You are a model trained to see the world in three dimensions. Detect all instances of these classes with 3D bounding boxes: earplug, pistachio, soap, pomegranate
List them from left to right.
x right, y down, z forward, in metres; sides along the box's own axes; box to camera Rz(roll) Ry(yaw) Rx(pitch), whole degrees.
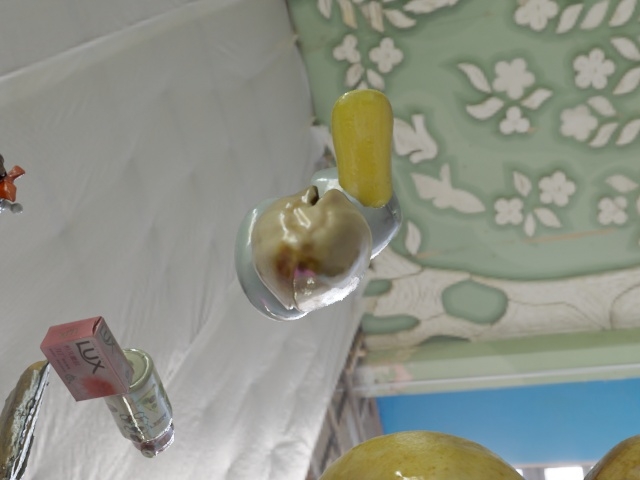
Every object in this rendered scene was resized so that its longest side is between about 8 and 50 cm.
[{"bbox_3d":[-0.008,0.013,0.901,0.215,0.143,0.144,38,-133,-75],"label":"pistachio"},{"bbox_3d":[-0.006,-0.002,1.368,0.175,0.325,0.214,20,143,58],"label":"earplug"},{"bbox_3d":[0.058,-0.124,1.092,0.033,0.089,0.169,-114,21,-63],"label":"soap"},{"bbox_3d":[0.086,0.267,0.632,0.233,0.233,0.233,-7,-90,-74],"label":"pomegranate"}]

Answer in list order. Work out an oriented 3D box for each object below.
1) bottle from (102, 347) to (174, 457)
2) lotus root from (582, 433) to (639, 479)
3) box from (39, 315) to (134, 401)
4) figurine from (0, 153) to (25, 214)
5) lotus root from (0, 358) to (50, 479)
[{"bbox_3d":[-0.364,0.341,1.619,0.120,0.120,0.253,-79,-16,-47],"label":"bottle"},{"bbox_3d":[0.308,0.312,0.765,0.291,0.193,0.193,-43,-47,-29],"label":"lotus root"},{"bbox_3d":[-0.410,0.212,1.411,0.060,0.111,0.156,-87,-20,-53],"label":"box"},{"bbox_3d":[-0.551,-0.068,1.178,0.183,0.226,0.160,-79,-20,-72],"label":"figurine"},{"bbox_3d":[-0.614,0.378,1.593,0.329,0.078,0.167,-99,21,-60],"label":"lotus root"}]
